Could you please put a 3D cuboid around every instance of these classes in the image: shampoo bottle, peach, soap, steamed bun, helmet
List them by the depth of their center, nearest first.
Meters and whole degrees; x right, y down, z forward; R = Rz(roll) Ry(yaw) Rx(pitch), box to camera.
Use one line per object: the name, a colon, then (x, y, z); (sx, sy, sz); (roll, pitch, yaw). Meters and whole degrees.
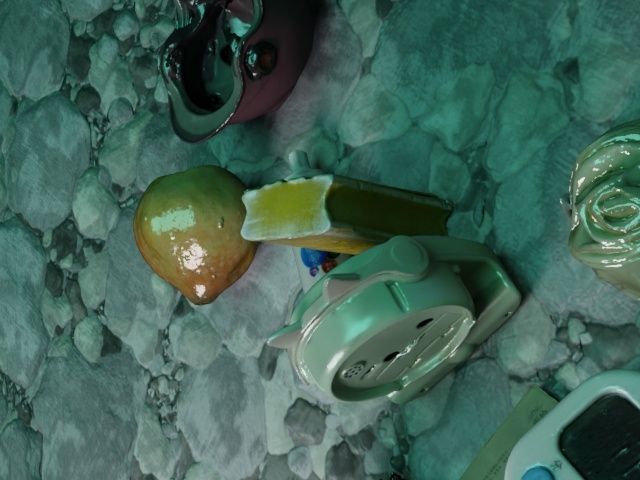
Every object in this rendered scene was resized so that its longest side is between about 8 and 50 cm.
steamed bun: (0.373, -0.039, 1.235); (0.211, 0.144, 0.218); (19, 97, 43)
soap: (0.042, -0.030, 1.448); (0.173, 0.274, 0.089); (-4, 81, 42)
shampoo bottle: (0.000, 0.000, 1.608); (0.092, 0.092, 0.303); (-29, 66, 37)
helmet: (-0.124, -0.323, 1.690); (0.271, 0.197, 0.339); (5, 96, 51)
peach: (-0.204, -0.006, 1.722); (0.232, 0.232, 0.233); (-6, 81, 42)

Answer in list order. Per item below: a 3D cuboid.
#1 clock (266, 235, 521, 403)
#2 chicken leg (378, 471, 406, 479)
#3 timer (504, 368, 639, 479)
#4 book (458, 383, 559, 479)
clock: (0.085, 0.111, 1.360); (0.265, 0.324, 0.109); (-47, 56, 30)
chicken leg: (0.097, 0.441, 1.495); (0.089, 0.048, 0.219); (5, 88, 46)
timer: (0.358, 0.294, 1.204); (0.237, 0.087, 0.262); (-42, 53, 1)
book: (0.307, 0.337, 1.276); (0.282, 0.025, 0.215); (35, 82, 37)
